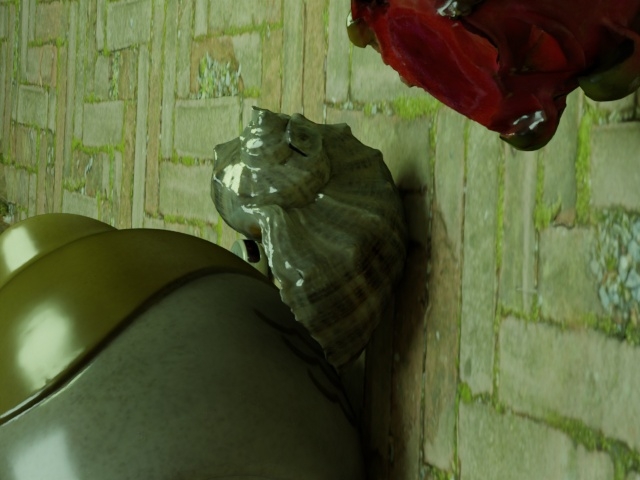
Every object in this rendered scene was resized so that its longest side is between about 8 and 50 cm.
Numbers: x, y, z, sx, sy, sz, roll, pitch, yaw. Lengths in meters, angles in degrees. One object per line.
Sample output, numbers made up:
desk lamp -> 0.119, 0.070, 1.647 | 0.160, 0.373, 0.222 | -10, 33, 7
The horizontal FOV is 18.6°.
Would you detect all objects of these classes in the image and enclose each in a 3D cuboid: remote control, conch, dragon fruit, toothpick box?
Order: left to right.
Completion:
toothpick box -> -0.180, 0.200, 1.980 | 0.425, 0.409, 0.409 | -120, 36, -49
remote control -> -0.102, 0.091, 2.356 | 0.078, 0.042, 0.221 | -106, 27, -46
conch -> 0.012, -0.012, 1.860 | 0.291, 0.159, 0.210 | 54, 179, -37
dragon fruit -> 0.153, -0.219, 1.349 | 0.307, 0.227, 0.243 | -55, 13, 50
